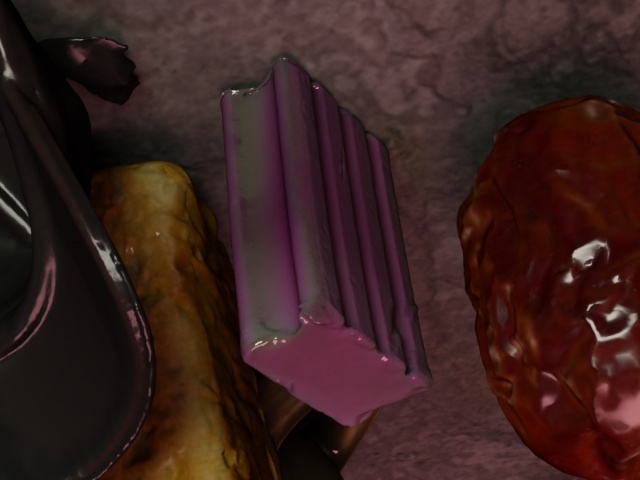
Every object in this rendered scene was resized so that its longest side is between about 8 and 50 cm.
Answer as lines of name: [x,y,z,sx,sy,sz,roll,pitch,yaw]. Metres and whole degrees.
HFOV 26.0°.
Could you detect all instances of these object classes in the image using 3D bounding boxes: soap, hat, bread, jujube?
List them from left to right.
hat: [-0.194,-0.010,0.787,0.238,0.336,0.209,-42,169,12]
bread: [-0.128,0.116,0.852,0.195,0.344,0.149,-15,144,5]
soap: [0.000,0.000,0.849,0.065,0.203,0.122,-28,137,24]
jujube: [0.174,0.027,0.870,0.174,0.250,0.174,-2,142,-2]

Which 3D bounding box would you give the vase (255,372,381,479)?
vase: [-0.065,0.191,1.041,0.329,0.241,0.302,-45,154,-13]
